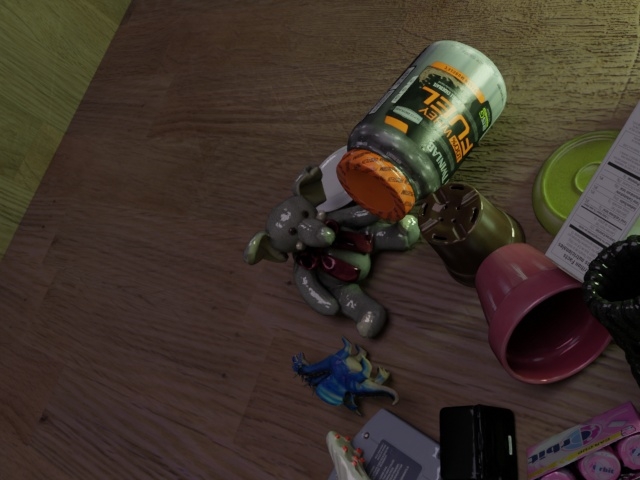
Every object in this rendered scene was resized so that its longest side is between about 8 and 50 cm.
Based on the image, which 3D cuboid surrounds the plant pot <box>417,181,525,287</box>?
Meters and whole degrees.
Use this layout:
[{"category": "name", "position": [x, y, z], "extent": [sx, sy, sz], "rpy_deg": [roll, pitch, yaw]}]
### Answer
[{"category": "plant pot", "position": [0.273, -0.017, 1.205], "extent": [0.167, 0.165, 0.166], "rpy_deg": [-17, 58, 29]}]

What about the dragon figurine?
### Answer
[{"category": "dragon figurine", "position": [0.051, 0.283, 1.257], "extent": [0.144, 0.085, 0.289], "rpy_deg": [-54, 40, 2]}]

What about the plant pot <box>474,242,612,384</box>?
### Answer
[{"category": "plant pot", "position": [0.352, 0.103, 1.073], "extent": [0.201, 0.201, 0.180], "rpy_deg": [-41, 33, 12]}]

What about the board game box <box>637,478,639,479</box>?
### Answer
[{"category": "board game box", "position": [0.408, 0.517, 0.870], "extent": [0.336, 0.079, 0.253], "rpy_deg": [-43, 48, 11]}]

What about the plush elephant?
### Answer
[{"category": "plush elephant", "position": [0.000, 0.000, 1.340], "extent": [0.330, 0.255, 0.271], "rpy_deg": [22, 81, 42]}]

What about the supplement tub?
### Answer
[{"category": "supplement tub", "position": [0.194, -0.212, 1.270], "extent": [0.207, 0.207, 0.338], "rpy_deg": [22, 65, 42]}]

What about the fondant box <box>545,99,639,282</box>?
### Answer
[{"category": "fondant box", "position": [0.504, -0.083, 0.946], "extent": [0.096, 0.238, 0.330], "rpy_deg": [46, 118, 42]}]

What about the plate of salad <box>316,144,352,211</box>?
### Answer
[{"category": "plate of salad", "position": [0.053, -0.144, 1.521], "extent": [0.200, 0.048, 0.199], "rpy_deg": [-27, 41, 26]}]

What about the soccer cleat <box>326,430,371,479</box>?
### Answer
[{"category": "soccer cleat", "position": [0.054, 0.422, 1.134], "extent": [0.076, 0.068, 0.196], "rpy_deg": [-48, 50, 10]}]

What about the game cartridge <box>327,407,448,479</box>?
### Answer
[{"category": "game cartridge", "position": [0.100, 0.463, 1.154], "extent": [0.196, 0.060, 0.294], "rpy_deg": [26, 83, 39]}]

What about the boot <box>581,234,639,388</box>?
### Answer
[{"category": "boot", "position": [0.528, 0.044, 0.876], "extent": [0.348, 0.260, 0.131], "rpy_deg": [-44, 32, -7]}]

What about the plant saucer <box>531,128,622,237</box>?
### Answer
[{"category": "plant saucer", "position": [0.496, -0.105, 1.169], "extent": [0.241, 0.037, 0.240], "rpy_deg": [-18, 56, 30]}]

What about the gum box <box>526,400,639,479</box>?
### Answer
[{"category": "gum box", "position": [0.403, 0.316, 0.954], "extent": [0.188, 0.107, 0.062], "rpy_deg": [-34, 87, 19]}]

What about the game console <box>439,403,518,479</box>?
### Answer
[{"category": "game console", "position": [0.264, 0.343, 1.086], "extent": [0.071, 0.107, 0.122], "rpy_deg": [135, 144, -58]}]
